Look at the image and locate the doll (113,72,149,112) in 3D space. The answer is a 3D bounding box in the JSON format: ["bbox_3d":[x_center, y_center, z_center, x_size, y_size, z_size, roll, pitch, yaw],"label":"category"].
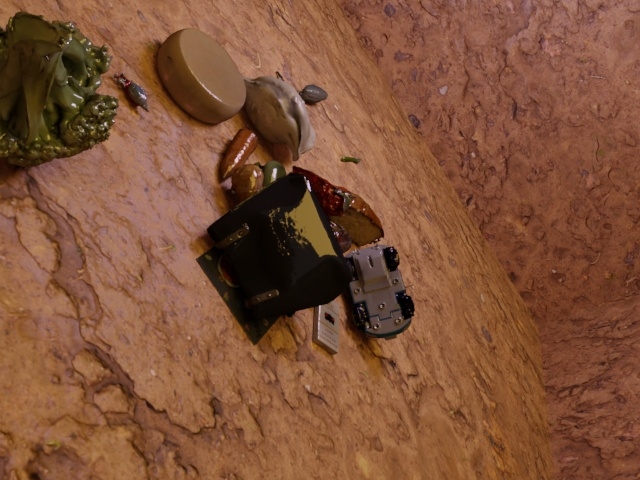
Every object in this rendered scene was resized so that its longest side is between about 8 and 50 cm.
[{"bbox_3d":[-0.443,-0.354,1.229,0.114,0.039,0.057,50,-13,-4],"label":"doll"}]

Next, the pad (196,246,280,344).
[{"bbox_3d":[-0.189,0.114,1.259,0.246,0.006,0.170,57,28,-6],"label":"pad"}]

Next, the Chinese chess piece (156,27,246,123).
[{"bbox_3d":[-0.328,-0.458,1.437,0.273,0.102,0.273,40,35,-36],"label":"Chinese chess piece"}]

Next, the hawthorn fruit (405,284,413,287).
[{"bbox_3d":[0.290,0.174,1.873,0.067,0.103,0.067,-15,90,-77],"label":"hawthorn fruit"}]

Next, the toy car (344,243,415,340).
[{"bbox_3d":[0.179,0.166,1.643,0.166,0.198,0.315,75,0,-71],"label":"toy car"}]

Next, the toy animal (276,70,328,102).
[{"bbox_3d":[-0.069,-0.589,2.021,0.252,0.070,0.079,5,25,-43],"label":"toy animal"}]

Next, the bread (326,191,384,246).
[{"bbox_3d":[0.111,-0.092,1.795,0.260,0.129,0.134,37,36,-40],"label":"bread"}]

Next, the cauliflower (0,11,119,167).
[{"bbox_3d":[-0.491,-0.279,0.860,0.260,0.281,0.327,28,49,5],"label":"cauliflower"}]

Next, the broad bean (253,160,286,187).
[{"bbox_3d":[-0.129,-0.120,1.468,0.228,0.100,0.169,56,36,-13],"label":"broad bean"}]

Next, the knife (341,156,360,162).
[{"bbox_3d":[0.132,-0.338,2.150,0.026,0.022,0.184,41,23,19],"label":"knife"}]

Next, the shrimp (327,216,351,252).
[{"bbox_3d":[-0.007,0.000,1.537,0.145,0.116,0.343,55,26,15],"label":"shrimp"}]

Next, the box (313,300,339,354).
[{"bbox_3d":[0.018,0.232,1.465,0.090,0.024,0.167,40,36,-33],"label":"box"}]

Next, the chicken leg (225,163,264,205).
[{"bbox_3d":[-0.199,-0.101,1.358,0.085,0.101,0.208,12,75,-49],"label":"chicken leg"}]

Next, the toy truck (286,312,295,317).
[{"bbox_3d":[-0.070,0.156,1.354,0.049,0.054,0.083,55,21,-13],"label":"toy truck"}]

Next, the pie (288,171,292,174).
[{"bbox_3d":[-0.078,-0.192,1.689,0.085,0.017,0.085,36,41,-38],"label":"pie"}]

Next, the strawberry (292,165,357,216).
[{"bbox_3d":[-0.012,-0.152,1.601,0.228,0.098,0.174,29,9,7],"label":"strawberry"}]

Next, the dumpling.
[{"bbox_3d":[-0.116,-0.419,1.651,0.318,0.187,0.243,55,33,-5],"label":"dumpling"}]

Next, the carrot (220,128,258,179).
[{"bbox_3d":[-0.238,-0.229,1.431,0.072,0.072,0.205,46,40,-25],"label":"carrot"}]

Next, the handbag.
[{"bbox_3d":[-0.105,0.029,1.275,0.287,0.152,0.343,-24,88,-32],"label":"handbag"}]
